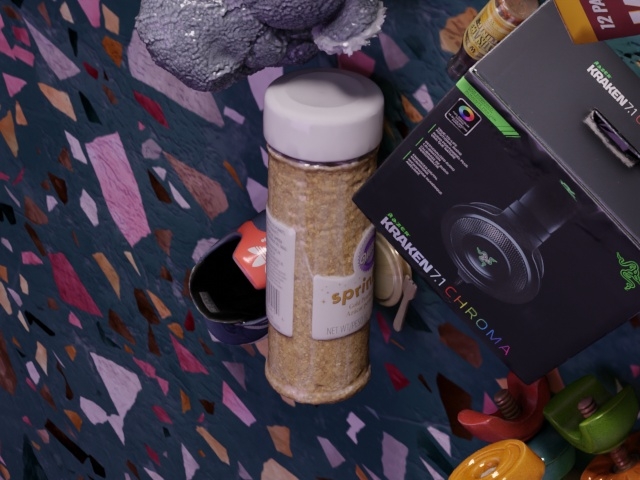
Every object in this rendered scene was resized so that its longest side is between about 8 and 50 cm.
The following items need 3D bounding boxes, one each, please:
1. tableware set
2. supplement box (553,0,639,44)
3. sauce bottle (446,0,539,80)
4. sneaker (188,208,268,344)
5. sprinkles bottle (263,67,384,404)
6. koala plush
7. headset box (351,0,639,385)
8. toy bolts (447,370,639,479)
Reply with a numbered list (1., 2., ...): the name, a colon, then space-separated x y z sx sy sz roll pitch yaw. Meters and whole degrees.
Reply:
1. tableware set: 0.084 -0.010 1.699 0.128 0.039 0.194 52 146 30
2. supplement box: 0.255 -0.242 1.030 0.191 0.194 0.129 -4 127 42
3. sauce bottle: 0.151 -0.182 1.435 0.042 0.042 0.128 51 149 8
4. sneaker: -0.104 0.057 1.917 0.131 0.148 0.350 51 149 7
5. sprinkles bottle: 0.000 0.000 1.681 0.121 0.121 0.355 30 132 37
6. koala plush: -0.045 -0.242 1.533 0.221 0.203 0.196 -8 113 44
7. headset box: 0.199 -0.039 1.395 0.246 0.131 0.283 47 149 2
8. toy bolts: 0.229 0.242 1.598 0.158 0.218 0.228 57 168 -14
